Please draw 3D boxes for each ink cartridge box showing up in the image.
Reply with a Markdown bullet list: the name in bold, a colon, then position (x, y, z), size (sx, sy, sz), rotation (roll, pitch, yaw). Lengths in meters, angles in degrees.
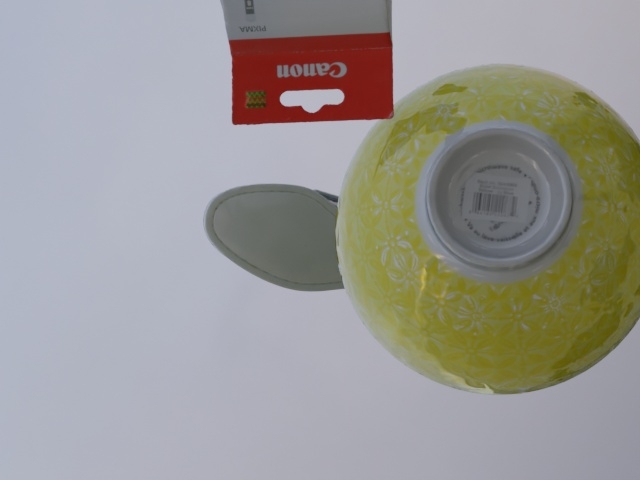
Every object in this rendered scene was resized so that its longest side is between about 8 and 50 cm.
- **ink cartridge box**: position (-0.013, -0.190, 1.515), size (0.045, 0.145, 0.179), rotation (24, -115, -78)

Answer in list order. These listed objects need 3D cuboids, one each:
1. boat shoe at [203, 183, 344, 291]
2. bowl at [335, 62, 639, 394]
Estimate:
- **boat shoe**: position (0.000, 0.000, 2.078), size (0.319, 0.099, 0.116), rotation (9, -88, -27)
- **bowl**: position (0.147, -0.023, 1.502), size (0.289, 0.289, 0.156), rotation (-49, -11, -4)
